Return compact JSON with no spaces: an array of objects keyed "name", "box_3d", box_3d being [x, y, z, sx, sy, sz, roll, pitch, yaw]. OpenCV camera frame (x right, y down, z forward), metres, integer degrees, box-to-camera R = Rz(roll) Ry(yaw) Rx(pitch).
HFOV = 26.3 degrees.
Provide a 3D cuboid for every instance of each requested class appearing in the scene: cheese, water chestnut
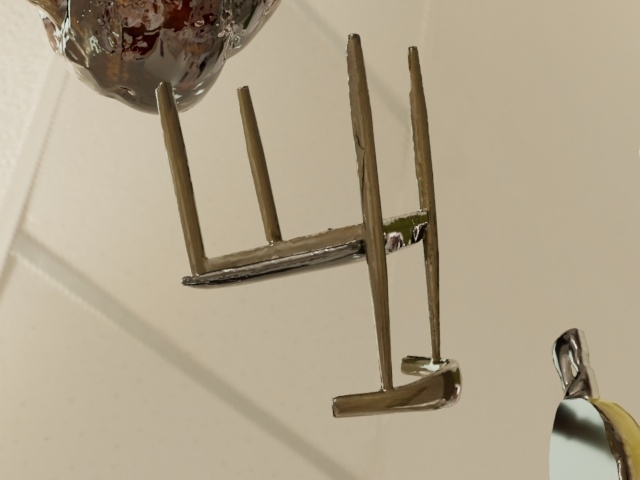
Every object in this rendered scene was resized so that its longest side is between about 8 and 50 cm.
[{"name":"cheese","box_3d":[0.174,0.124,0.889,0.036,0.086,0.162,14,-138,-20]},{"name":"water chestnut","box_3d":[-0.167,-0.265,1.282,0.244,0.289,0.289,43,-137,-31]}]

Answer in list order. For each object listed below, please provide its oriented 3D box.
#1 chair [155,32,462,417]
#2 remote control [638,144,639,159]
[{"name":"chair","box_3d":[0.000,0.000,1.020,0.188,0.166,0.272,-11,-90,-71]},{"name":"remote control","box_3d":[0.331,0.050,1.127,0.055,0.103,0.277,5,-101,-63]}]
